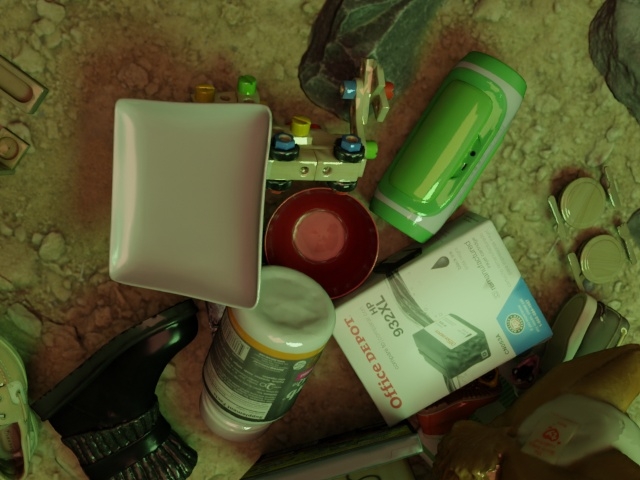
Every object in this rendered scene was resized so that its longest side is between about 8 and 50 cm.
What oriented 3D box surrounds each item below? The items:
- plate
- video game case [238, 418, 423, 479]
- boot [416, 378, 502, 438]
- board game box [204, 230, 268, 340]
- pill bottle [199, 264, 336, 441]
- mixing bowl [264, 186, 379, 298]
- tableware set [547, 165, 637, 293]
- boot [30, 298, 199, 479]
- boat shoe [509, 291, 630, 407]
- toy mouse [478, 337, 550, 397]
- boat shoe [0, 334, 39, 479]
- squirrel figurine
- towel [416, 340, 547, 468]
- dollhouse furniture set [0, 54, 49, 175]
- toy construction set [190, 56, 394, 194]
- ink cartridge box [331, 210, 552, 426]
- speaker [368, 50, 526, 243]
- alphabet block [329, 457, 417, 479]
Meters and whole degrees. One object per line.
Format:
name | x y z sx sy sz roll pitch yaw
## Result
plate | -0.186 -0.059 0.929 0.278 0.045 0.277 8 98 28
video game case | 0.019 0.346 1.044 0.275 0.248 0.035 -15 79 0
boot | 0.240 0.289 1.114 0.158 0.059 0.084 -16 112 -5
board game box | -0.139 0.084 1.109 0.126 0.026 0.186 -10 99 -1
pill bottle | -0.095 0.185 1.013 0.162 0.162 0.278 21 128 -5
mixing bowl | 0.000 0.000 1.066 0.181 0.098 0.181 0 98 -2
tableware set | 0.458 -0.017 1.112 0.128 0.039 0.194 -26 105 -10
boot | -0.280 0.280 1.077 0.348 0.131 0.260 -37 91 14
boat shoe | 0.402 0.250 1.081 0.097 0.116 0.324 28 88 -1
toy mouse | 0.331 0.205 1.081 0.143 0.161 0.031 -35 113 5
boat shoe | -0.522 0.266 1.029 0.109 0.098 0.302 -11 124 -14
squirrel figurine | 0.372 0.412 0.954 0.397 0.281 0.370 -21 116 23
towel | 0.348 0.334 1.159 0.325 0.038 0.248 -42 97 4
dollhouse furniture set | -0.521 -0.203 1.003 0.144 0.123 0.151 36 96 -7
toy construction set | -0.035 -0.176 1.007 0.327 0.215 0.151 -11 134 -6
ink cartridge box | 0.183 0.126 1.075 0.307 0.129 0.223 -30 99 3
speaker | 0.202 -0.146 1.038 0.131 0.131 0.296 32 96 -6
alphabet block | 0.096 0.485 1.091 0.192 0.197 0.193 -24 99 2
